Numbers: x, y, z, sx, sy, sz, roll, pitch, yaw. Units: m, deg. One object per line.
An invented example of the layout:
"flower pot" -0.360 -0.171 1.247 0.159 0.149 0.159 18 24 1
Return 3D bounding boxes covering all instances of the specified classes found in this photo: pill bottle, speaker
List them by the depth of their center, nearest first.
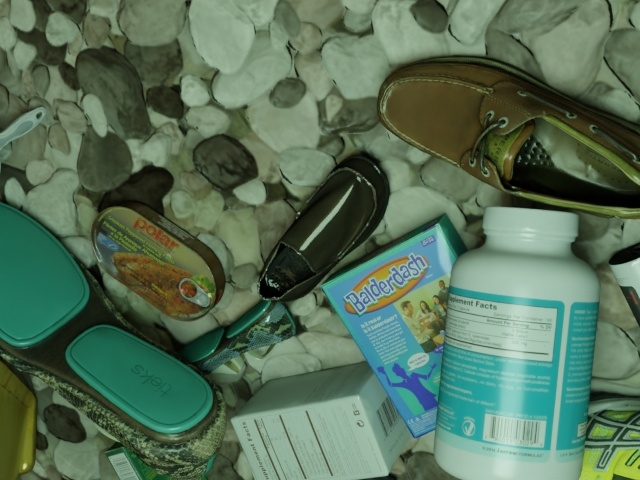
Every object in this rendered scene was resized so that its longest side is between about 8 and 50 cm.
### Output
"pill bottle" 0.195 0.100 0.903 0.146 0.146 0.264 7 92 23
"speaker" 0.340 0.068 0.917 0.055 0.055 0.136 -24 99 30

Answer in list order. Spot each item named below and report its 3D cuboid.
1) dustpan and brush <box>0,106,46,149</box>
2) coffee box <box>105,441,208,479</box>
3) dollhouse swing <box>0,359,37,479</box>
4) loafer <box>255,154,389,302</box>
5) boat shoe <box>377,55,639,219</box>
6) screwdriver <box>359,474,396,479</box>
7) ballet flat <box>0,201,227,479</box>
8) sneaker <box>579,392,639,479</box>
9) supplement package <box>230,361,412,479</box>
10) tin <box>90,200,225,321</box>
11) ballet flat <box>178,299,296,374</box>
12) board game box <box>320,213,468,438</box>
"dustpan and brush" -0.436 -0.106 1.147 0.060 0.211 0.147 23 149 38
"coffee box" -0.205 0.331 1.238 0.040 0.113 0.184 -23 100 29
"dollhouse swing" -0.530 0.275 1.155 0.315 0.304 0.347 18 158 2
"loafer" 0.000 0.000 1.033 0.080 0.078 0.220 39 121 7
"boat shoe" 0.189 -0.103 0.891 0.307 0.104 0.110 18 116 18
"screwdriver" 0.019 0.287 1.176 0.170 0.025 0.024 14 116 29
"ballet flat" -0.314 0.144 1.177 0.483 0.164 0.182 36 141 22
"sneaker" 0.319 0.233 0.929 0.385 0.147 0.145 -29 96 27
"supplement package" 0.004 0.221 1.102 0.179 0.105 0.105 -15 102 29
"tin" -0.205 0.024 1.163 0.190 0.040 0.106 34 124 9
"ballet flat" -0.105 0.134 1.147 0.188 0.070 0.070 -31 95 34
"board game box" 0.122 0.098 1.026 0.160 0.047 0.210 -28 97 25
